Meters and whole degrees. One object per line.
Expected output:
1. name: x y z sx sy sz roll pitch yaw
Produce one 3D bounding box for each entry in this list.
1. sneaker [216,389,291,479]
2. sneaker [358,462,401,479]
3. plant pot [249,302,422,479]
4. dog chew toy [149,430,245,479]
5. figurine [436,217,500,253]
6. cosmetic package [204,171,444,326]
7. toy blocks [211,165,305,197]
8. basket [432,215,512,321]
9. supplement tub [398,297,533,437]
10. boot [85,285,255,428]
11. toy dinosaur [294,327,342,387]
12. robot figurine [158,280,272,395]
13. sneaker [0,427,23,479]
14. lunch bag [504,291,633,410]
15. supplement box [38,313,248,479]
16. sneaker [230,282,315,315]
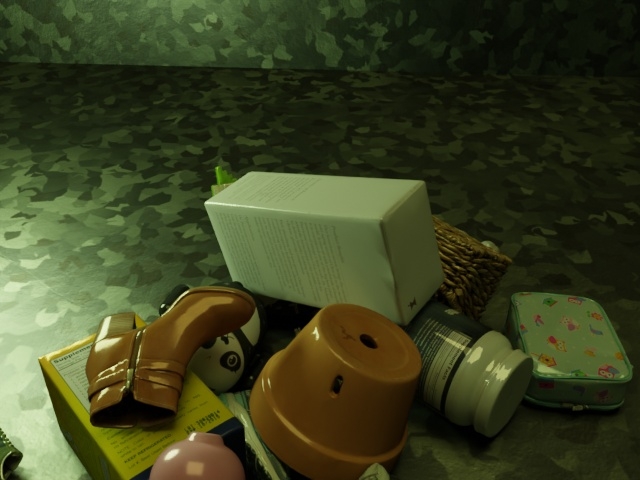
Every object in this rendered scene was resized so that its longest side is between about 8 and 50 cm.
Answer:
1. sneaker: -0.090 0.355 1.170 0.122 0.110 0.283 -14 36 -27
2. sneaker: 0.091 0.491 0.973 0.146 0.102 0.293 33 53 -7
3. plant pot: 0.046 0.249 1.160 0.290 0.203 0.291 21 26 -11
4. dog chew toy: -0.183 0.426 0.879 0.206 0.206 0.332 6 73 7
5. figurine: 0.357 0.026 1.663 0.209 0.092 0.215 21 15 17
6. cosmetic package: 0.000 0.000 1.341 0.453 0.230 0.161 9 36 39
7. toy blocks: -0.139 -0.117 1.775 0.260 0.191 0.381 -9 6 -14
8. basket: 0.217 0.062 1.449 0.213 0.223 0.299 14 17 -49
9. supplement tub: 0.246 0.233 1.281 0.272 0.191 0.191 28 42 34
10. boot: -0.235 0.184 1.066 0.283 0.109 0.220 -7 33 -8
11. toy dinosaur: 0.019 0.243 1.407 0.092 0.053 0.183 -34 49 -17
12. robot figurine: -0.206 0.190 1.336 0.209 0.174 0.278 6 24 12
13. sneaker: -0.569 0.380 1.169 0.086 0.064 0.192 -1 33 -16
14. lunch bag: 0.508 0.228 1.370 0.224 0.108 0.279 5 34 1
15. supplement box: -0.304 0.321 1.136 0.194 0.195 0.356 -25 42 -33
16. sneaker: -0.109 0.112 1.546 0.275 0.107 0.110 -7 26 -12
